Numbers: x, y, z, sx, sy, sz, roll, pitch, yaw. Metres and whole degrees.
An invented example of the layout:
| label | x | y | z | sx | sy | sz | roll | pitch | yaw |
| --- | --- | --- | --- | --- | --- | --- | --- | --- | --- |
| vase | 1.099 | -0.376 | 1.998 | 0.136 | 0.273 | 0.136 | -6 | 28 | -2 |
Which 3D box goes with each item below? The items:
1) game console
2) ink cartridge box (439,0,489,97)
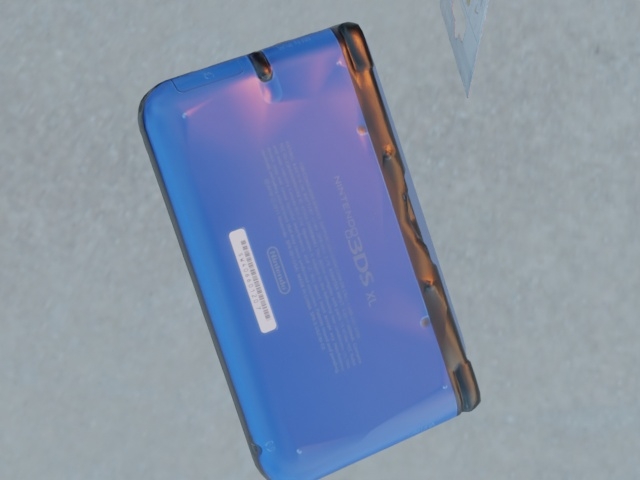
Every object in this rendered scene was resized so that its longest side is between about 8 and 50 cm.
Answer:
| label | x | y | z | sx | sy | sz | roll | pitch | yaw |
| --- | --- | --- | --- | --- | --- | --- | --- | --- | --- |
| game console | 0.000 | 0.000 | 1.158 | 0.173 | 0.250 | 0.293 | -6 | 104 | 67 |
| ink cartridge box | 0.137 | -0.243 | 1.117 | 0.066 | 0.189 | 0.232 | 2 | 120 | -3 |
